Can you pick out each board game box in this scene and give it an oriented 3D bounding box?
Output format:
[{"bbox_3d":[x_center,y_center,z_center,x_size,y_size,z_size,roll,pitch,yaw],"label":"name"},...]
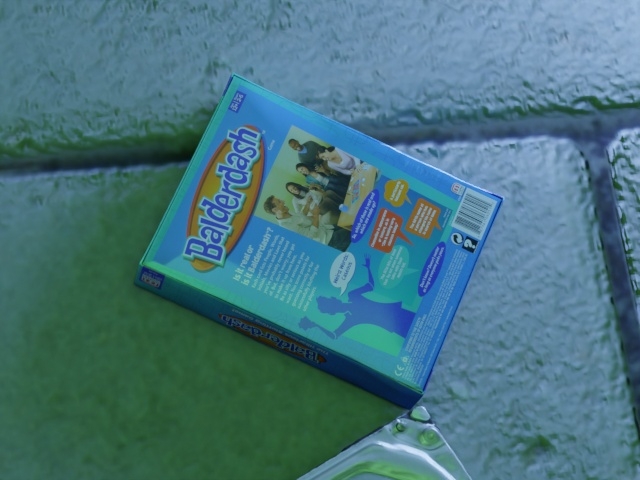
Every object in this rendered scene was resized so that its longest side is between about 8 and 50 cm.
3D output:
[{"bbox_3d":[0.000,0.000,1.344,0.210,0.047,0.160,25,68,-1],"label":"board game box"}]

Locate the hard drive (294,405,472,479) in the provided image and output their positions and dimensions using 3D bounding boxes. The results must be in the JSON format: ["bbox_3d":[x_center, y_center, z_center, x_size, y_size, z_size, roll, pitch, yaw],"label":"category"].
[{"bbox_3d":[-0.013,0.285,1.231,0.339,0.064,0.237,-28,77,-18],"label":"hard drive"}]
